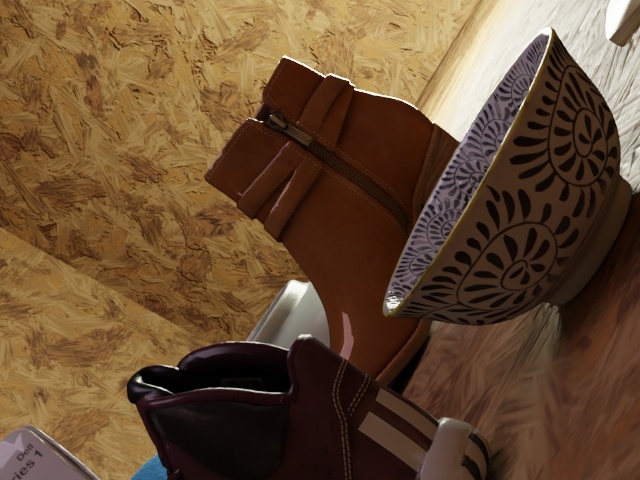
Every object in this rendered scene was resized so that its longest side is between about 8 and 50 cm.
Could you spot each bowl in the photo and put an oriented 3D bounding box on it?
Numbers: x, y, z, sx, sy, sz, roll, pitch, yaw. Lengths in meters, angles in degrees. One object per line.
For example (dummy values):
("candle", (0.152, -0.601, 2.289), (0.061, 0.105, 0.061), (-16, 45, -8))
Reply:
("bowl", (0.107, -0.016, 0.616), (0.170, 0.080, 0.170), (-60, 2, 3))

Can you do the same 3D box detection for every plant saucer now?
("plant saucer", (-0.052, 0.158, 1.354), (0.400, 0.100, 0.400), (-56, 1, 2))

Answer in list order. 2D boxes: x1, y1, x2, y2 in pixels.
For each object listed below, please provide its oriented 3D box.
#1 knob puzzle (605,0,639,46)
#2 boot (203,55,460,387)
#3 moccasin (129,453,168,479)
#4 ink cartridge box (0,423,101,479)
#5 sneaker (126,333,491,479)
("knob puzzle", (0.233, -0.199, 0.724), (0.213, 0.030, 0.213), (-60, 3, 5))
("boot", (0.000, 0.000, 0.979), (0.283, 0.220, 0.109), (-61, 3, -9))
("moccasin", (-0.234, 0.406, 1.462), (0.342, 0.138, 0.117), (-62, -1, -42))
("ink cartridge box", (-0.155, 0.235, 0.715), (0.160, 0.092, 0.219), (-49, -36, -16))
("sneaker", (-0.055, 0.143, 0.628), (0.281, 0.162, 0.106), (-47, 7, 28))
